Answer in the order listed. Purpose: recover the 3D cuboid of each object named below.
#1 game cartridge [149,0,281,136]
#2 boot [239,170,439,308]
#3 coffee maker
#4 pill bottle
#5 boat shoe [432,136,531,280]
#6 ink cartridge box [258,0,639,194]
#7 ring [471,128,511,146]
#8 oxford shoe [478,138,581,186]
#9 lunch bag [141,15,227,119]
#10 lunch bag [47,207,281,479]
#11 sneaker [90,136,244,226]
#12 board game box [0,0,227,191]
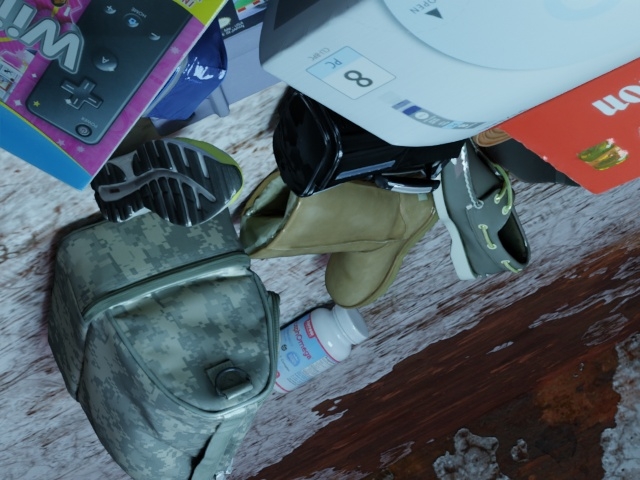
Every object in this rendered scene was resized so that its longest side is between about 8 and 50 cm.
[{"bbox_3d":[-0.004,-0.218,1.053,0.355,0.068,0.230,-25,163,-3],"label":"game cartridge"},{"bbox_3d":[0.000,0.000,1.539,0.270,0.089,0.236,-3,137,-47],"label":"boot"},{"bbox_3d":[0.055,-0.130,1.280,0.178,0.120,0.171,-13,130,-33],"label":"coffee maker"},{"bbox_3d":[-0.012,0.155,1.878,0.160,0.087,0.087,-32,158,16],"label":"pill bottle"},{"bbox_3d":[0.190,-0.051,1.517,0.091,0.109,0.305,-3,148,15],"label":"boat shoe"},{"bbox_3d":[0.196,-0.132,0.952,0.385,0.091,0.308,28,146,-30],"label":"ink cartridge box"},{"bbox_3d":[0.288,-0.217,1.332,0.337,0.032,0.336,-37,168,-9],"label":"ring"},{"bbox_3d":[0.255,-0.108,1.600,0.076,0.076,0.212,9,175,44],"label":"oxford shoe"},{"bbox_3d":[-0.123,-0.134,0.957,0.065,0.067,0.098,1,154,-37],"label":"lunch bag"},{"bbox_3d":[-0.165,0.132,1.413,0.213,0.256,0.305,-16,157,-24],"label":"lunch bag"},{"bbox_3d":[-0.130,-0.065,1.185,0.094,0.081,0.209,-23,-163,-37],"label":"sneaker"},{"bbox_3d":[-0.155,-0.194,0.732,0.224,0.097,0.303,30,132,-18],"label":"board game box"}]
